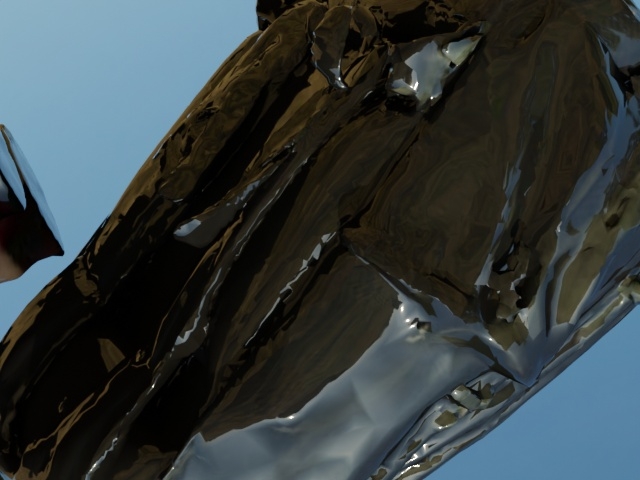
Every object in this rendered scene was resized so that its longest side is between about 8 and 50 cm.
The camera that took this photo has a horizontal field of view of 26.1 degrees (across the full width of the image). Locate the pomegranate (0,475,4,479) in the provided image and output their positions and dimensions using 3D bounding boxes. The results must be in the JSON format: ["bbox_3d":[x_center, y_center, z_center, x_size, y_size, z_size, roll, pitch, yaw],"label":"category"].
[{"bbox_3d":[-0.125,0.180,0.977,0.290,0.291,0.323,-31,-126,-9],"label":"pomegranate"}]

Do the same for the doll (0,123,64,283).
[{"bbox_3d":[-0.214,0.023,0.430,0.257,0.182,0.117,-18,-107,-3],"label":"doll"}]

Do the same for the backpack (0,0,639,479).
[{"bbox_3d":[0.000,0.000,0.454,0.258,0.133,0.206,-47,-151,-2],"label":"backpack"}]
